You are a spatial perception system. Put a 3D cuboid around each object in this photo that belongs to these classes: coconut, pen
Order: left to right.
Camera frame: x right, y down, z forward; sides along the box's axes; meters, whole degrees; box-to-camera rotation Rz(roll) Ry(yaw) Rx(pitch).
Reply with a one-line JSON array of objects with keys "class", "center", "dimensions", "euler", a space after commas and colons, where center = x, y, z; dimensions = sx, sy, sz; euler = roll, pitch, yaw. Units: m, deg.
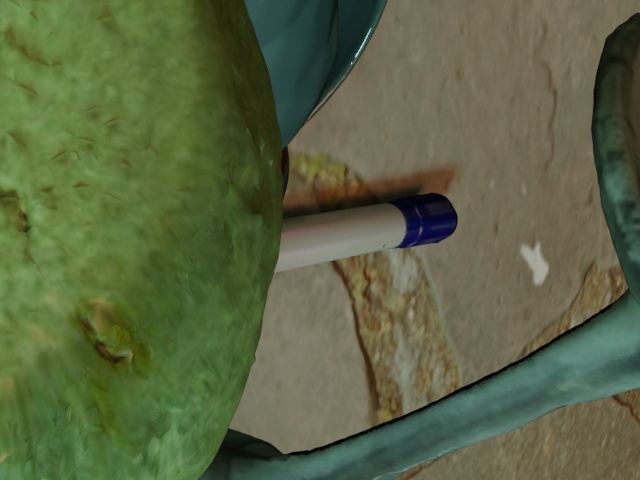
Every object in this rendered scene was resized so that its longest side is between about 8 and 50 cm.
[{"class": "coconut", "center": [-0.172, 0.000, 0.539], "dimensions": [0.328, 0.281, 0.328], "euler": [-44, -162, 19]}, {"class": "pen", "center": [0.000, 0.000, 1.098], "dimensions": [0.269, 0.033, 0.033], "euler": [-11, 129, -56]}]

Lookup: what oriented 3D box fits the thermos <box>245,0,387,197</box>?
[{"class": "thermos", "center": [-0.053, -0.109, 0.752], "dimensions": [0.182, 0.145, 0.286], "euler": [-37, 151, -16]}]

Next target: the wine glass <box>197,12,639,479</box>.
[{"class": "wine glass", "center": [0.003, 0.092, 0.731], "dimensions": [0.406, 0.267, 0.267], "euler": [-26, 171, 32]}]
